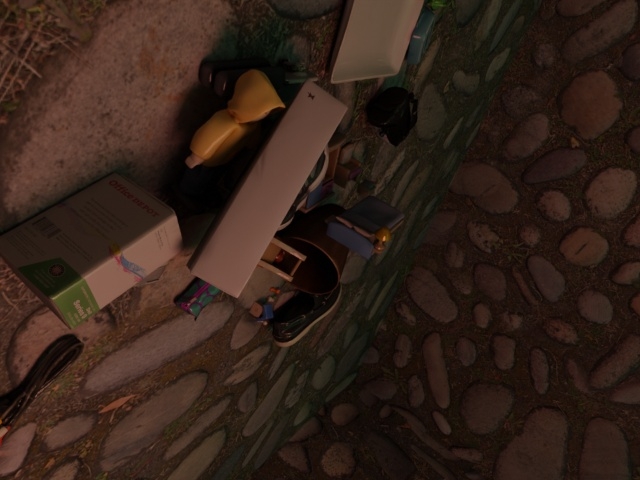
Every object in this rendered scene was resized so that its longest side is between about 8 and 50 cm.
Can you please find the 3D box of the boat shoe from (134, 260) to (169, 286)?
[{"bbox_3d":[-0.365,0.064,0.868,0.227,0.079,0.081,-13,126,-64],"label":"boat shoe"}]

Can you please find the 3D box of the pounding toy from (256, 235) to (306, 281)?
[{"bbox_3d":[-0.145,0.057,1.206,0.154,0.154,0.269,-58,157,0],"label":"pounding toy"}]

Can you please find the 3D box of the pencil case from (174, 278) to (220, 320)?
[{"bbox_3d":[-0.270,0.112,1.141,0.151,0.064,0.070,-50,-179,-18],"label":"pencil case"}]

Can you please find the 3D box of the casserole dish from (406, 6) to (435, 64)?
[{"bbox_3d":[0.286,-0.571,1.362,0.188,0.037,0.114,57,57,-80],"label":"casserole dish"}]

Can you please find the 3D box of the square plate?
[{"bbox_3d":[0.150,-0.560,1.145,0.344,0.049,0.347,-28,144,-48],"label":"square plate"}]

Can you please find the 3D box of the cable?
[{"bbox_3d":[-0.530,0.303,0.852,0.287,0.072,0.139,-42,158,-34],"label":"cable"}]

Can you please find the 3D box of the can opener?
[{"bbox_3d":[-0.107,-0.303,0.924,0.280,0.074,0.093,-26,142,-51],"label":"can opener"}]

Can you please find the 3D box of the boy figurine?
[{"bbox_3d":[-0.159,-0.176,0.862,0.285,0.092,0.177,-46,172,31],"label":"boy figurine"}]

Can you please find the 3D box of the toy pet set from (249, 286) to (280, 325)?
[{"bbox_3d":[-0.159,0.213,1.493,0.122,0.065,0.114,-61,157,7],"label":"toy pet set"}]

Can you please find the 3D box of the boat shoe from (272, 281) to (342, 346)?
[{"bbox_3d":[-0.049,0.211,1.651,0.340,0.127,0.113,-39,128,-32],"label":"boat shoe"}]

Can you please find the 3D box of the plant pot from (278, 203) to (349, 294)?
[{"bbox_3d":[0.000,0.000,1.401,0.215,0.216,0.230,96,20,-47],"label":"plant pot"}]

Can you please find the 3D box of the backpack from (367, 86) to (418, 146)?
[{"bbox_3d":[0.212,-0.365,1.438,0.152,0.115,0.182,-46,158,1],"label":"backpack"}]

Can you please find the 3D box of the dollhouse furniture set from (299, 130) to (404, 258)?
[{"bbox_3d":[0.125,-0.145,1.301,0.286,0.303,0.198,-36,150,-41],"label":"dollhouse furniture set"}]

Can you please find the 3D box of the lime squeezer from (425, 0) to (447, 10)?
[{"bbox_3d":[0.300,-0.652,1.244,0.310,0.059,0.109,56,25,-78],"label":"lime squeezer"}]

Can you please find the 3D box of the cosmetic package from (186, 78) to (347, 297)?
[{"bbox_3d":[-0.117,-0.087,0.914,0.377,0.098,0.284,-61,-168,-9],"label":"cosmetic package"}]

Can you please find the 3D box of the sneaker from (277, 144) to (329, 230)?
[{"bbox_3d":[-0.081,-0.145,1.140,0.268,0.101,0.153,-58,160,7],"label":"sneaker"}]

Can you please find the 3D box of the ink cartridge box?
[{"bbox_3d":[-0.344,0.007,0.739,0.212,0.154,0.093,-43,153,-32],"label":"ink cartridge box"}]
